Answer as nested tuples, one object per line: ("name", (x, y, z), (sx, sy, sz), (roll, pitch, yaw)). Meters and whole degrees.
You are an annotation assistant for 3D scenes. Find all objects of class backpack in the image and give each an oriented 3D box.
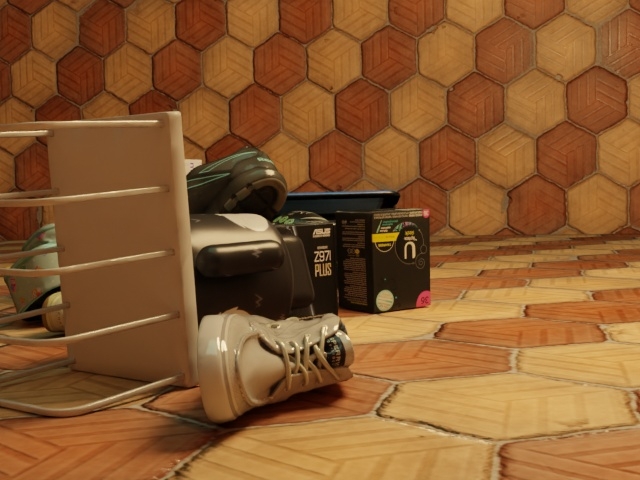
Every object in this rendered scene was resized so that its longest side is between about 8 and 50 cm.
("backpack", (-0.396, 0.049, 1.415), (0.188, 0.144, 0.166), (-20, -11, -48))

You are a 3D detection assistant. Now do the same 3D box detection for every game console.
("game console", (0.000, 0.000, 1.724), (0.293, 0.250, 0.173), (-1, 22, 0))

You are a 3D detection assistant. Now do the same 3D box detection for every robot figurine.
("robot figurine", (-0.144, 0.055, 1.101), (0.278, 0.209, 0.173), (-2, 33, -38))

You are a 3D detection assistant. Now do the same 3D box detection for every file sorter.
("file sorter", (-0.256, 0.019, 0.896), (0.193, 0.277, 0.173), (1, 8, 37))

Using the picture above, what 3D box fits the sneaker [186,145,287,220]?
("sneaker", (-0.168, -0.031, 1.227), (0.267, 0.106, 0.101), (-31, -42, 6))

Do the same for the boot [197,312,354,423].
("boot", (-0.032, 0.102, 0.830), (0.124, 0.095, 0.258), (-8, 2, 5))

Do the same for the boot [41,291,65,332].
("boot", (-0.266, 0.092, 1.299), (0.165, 0.077, 0.213), (0, 9, 33))

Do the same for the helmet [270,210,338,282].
("helmet", (-0.033, 0.031, 1.606), (0.162, 0.169, 0.169), (-22, 16, -40))

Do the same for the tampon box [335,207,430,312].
("tampon box", (0.103, 0.030, 1.470), (0.121, 0.160, 0.101), (-5, 5, -34))

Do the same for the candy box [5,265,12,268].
("candy box", (-0.681, 0.069, 2.263), (0.105, 0.027, 0.206), (-3, 2, 18))

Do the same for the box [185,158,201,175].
("box", (-0.329, -0.019, 1.642), (0.127, 0.261, 0.231), (1, 3, 29))

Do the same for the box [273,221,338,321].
("box", (-0.064, 0.050, 1.323), (0.180, 0.147, 0.078), (-4, 4, -42))
